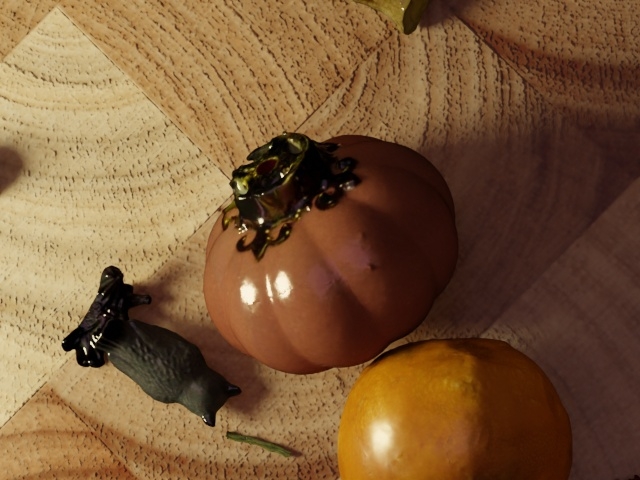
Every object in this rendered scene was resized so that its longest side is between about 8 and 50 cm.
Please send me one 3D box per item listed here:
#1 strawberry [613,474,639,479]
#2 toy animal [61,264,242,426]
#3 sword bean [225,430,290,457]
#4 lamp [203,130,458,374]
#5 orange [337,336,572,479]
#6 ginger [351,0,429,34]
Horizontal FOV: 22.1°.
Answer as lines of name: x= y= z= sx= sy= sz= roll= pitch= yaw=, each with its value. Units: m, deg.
strawberry: x=0.362 y=0.380 z=1.783 sx=0.234 sy=0.178 sz=0.234 roll=-1 pitch=86 yaw=14
toy animal: x=-0.191 y=0.130 z=1.920 sx=0.210 sy=0.117 sz=0.121 roll=29 pitch=81 yaw=13
sword bean: x=-0.073 y=0.241 z=1.941 sx=0.083 sy=0.012 sz=0.012 roll=16 pitch=85 yaw=11
lamp: x=0.000 y=0.000 z=1.816 sx=0.305 sy=0.305 sz=0.239 roll=-35 pitch=118 yaw=2
orange: x=0.145 y=0.225 z=1.788 sx=0.261 sy=0.261 sz=0.261 roll=-1 pitch=83 yaw=8
ginger: x=0.024 y=-0.355 z=1.960 sx=0.263 sy=0.116 sz=0.109 roll=39 pitch=130 yaw=6
